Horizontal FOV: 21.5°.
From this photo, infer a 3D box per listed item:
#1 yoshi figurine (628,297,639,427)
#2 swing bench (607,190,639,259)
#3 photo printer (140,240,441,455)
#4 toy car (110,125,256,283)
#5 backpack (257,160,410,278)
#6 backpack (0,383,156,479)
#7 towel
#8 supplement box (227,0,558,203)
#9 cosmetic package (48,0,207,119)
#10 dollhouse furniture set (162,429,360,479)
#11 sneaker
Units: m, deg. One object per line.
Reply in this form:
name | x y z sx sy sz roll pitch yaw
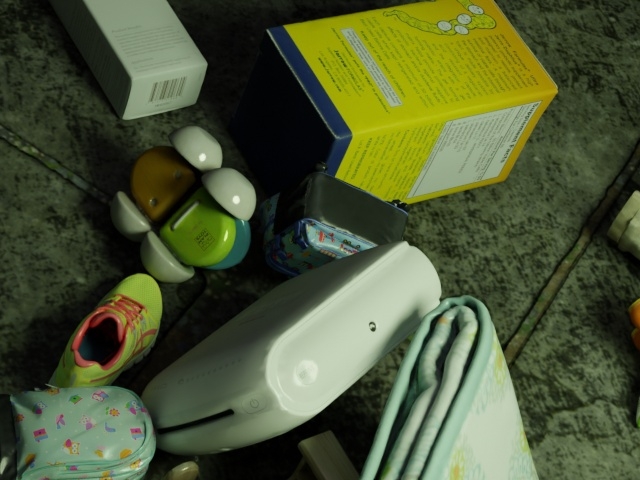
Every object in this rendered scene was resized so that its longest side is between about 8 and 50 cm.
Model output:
yoshi figurine | 0.541 0.206 2.078 0.204 0.203 0.362 -9 59 -36
swing bench | 0.548 -0.001 2.271 0.253 0.165 0.255 41 55 12
photo printer | -0.043 0.127 1.856 0.307 0.256 0.107 -36 100 -42
toy car | -0.151 -0.034 2.039 0.182 0.159 0.136 50 11 33
backpack | 0.000 0.000 2.044 0.158 0.173 0.116 25 60 -25
backpack | -0.266 0.223 1.781 0.182 0.115 0.152 -1 55 -17
towel | 0.130 0.293 1.771 0.090 0.320 0.374 5 43 25
supplement box | 0.093 -0.173 2.202 0.357 0.194 0.195 -14 59 -31
cosmetic package | -0.257 -0.276 2.222 0.117 0.085 0.231 -15 57 -31
dollhouse furniture set | -0.082 0.317 1.749 0.242 0.161 0.212 -17 61 -32
sneaker | -0.232 0.103 1.911 0.081 0.094 0.208 26 46 2
